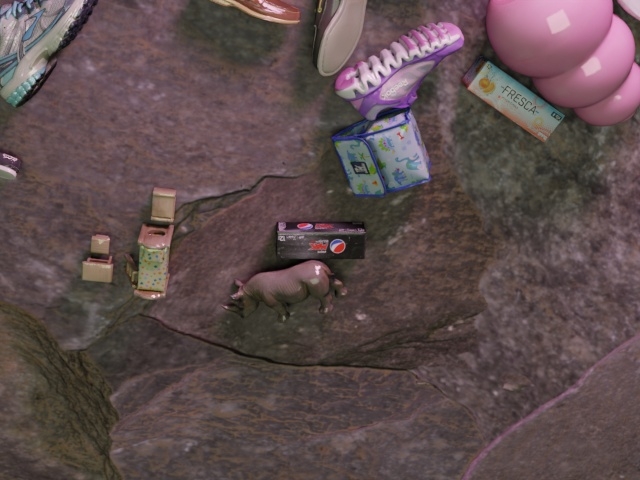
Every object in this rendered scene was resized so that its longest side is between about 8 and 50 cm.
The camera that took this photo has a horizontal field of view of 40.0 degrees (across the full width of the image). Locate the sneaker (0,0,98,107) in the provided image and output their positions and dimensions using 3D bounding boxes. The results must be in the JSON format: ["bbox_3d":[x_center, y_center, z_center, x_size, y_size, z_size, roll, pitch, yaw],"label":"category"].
[{"bbox_3d":[-0.467,-0.356,1.440,0.122,0.110,0.283,37,106,-14],"label":"sneaker"}]

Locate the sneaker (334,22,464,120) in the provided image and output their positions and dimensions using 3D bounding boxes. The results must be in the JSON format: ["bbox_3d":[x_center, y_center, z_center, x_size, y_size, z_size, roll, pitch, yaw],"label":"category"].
[{"bbox_3d":[0.146,-0.288,1.531,0.236,0.095,0.104,-28,119,13],"label":"sneaker"}]

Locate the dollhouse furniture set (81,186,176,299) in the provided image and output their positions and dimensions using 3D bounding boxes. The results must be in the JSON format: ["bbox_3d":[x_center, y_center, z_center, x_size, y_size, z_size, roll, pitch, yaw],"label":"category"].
[{"bbox_3d":[-0.353,0.001,1.604,0.161,0.101,0.182,5,113,-7],"label":"dollhouse furniture set"}]

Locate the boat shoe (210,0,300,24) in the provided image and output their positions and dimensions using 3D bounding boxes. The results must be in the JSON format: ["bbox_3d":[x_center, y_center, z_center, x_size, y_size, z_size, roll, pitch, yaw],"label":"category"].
[{"bbox_3d":[-0.114,-0.409,1.466,0.178,0.064,0.060,18,113,-9],"label":"boat shoe"}]

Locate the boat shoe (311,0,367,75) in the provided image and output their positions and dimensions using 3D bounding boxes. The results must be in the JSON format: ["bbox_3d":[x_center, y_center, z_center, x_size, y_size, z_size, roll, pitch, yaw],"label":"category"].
[{"bbox_3d":[0.031,-0.393,1.486,0.081,0.069,0.228,-8,127,-45],"label":"boat shoe"}]

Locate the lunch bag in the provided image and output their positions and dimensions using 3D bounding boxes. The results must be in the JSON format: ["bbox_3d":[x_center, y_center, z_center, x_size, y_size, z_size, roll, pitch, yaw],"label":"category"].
[{"bbox_3d":[0.109,-0.153,1.584,0.151,0.096,0.129,-15,117,18],"label":"lunch bag"}]

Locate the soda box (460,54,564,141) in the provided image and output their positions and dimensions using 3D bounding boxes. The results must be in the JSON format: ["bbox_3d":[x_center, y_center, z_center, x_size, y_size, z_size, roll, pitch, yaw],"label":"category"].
[{"bbox_3d":[0.343,-0.254,1.573,0.183,0.058,0.063,31,107,-17],"label":"soda box"}]

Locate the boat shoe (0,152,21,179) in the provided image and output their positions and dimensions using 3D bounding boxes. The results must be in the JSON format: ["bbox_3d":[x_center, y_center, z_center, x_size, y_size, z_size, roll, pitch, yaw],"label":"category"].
[{"bbox_3d":[-0.594,-0.147,1.556,0.125,0.038,0.046,19,153,-6],"label":"boat shoe"}]

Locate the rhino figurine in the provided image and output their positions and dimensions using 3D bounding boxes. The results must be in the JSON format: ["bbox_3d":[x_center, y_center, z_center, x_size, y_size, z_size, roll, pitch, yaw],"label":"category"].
[{"bbox_3d":[-0.079,0.098,1.679,0.243,0.073,0.106,-13,129,18],"label":"rhino figurine"}]

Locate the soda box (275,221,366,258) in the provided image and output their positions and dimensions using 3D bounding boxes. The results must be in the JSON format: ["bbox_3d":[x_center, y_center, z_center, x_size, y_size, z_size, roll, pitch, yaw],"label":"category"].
[{"bbox_3d":[0.000,0.000,1.658,0.169,0.053,0.060,1,114,-4],"label":"soda box"}]

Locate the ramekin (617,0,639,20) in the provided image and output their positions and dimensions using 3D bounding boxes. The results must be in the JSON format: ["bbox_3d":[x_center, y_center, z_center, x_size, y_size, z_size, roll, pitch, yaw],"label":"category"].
[{"bbox_3d":[0.581,-0.494,1.450,0.273,0.127,0.273,-2,114,-4],"label":"ramekin"}]

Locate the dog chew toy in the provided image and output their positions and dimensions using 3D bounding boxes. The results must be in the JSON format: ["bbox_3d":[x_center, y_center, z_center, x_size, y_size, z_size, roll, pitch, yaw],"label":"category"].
[{"bbox_3d":[0.430,-0.321,1.482,0.206,0.206,0.332,-43,118,13],"label":"dog chew toy"}]
